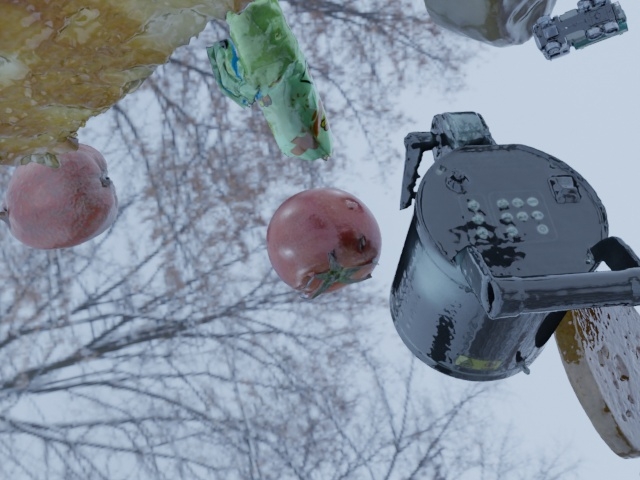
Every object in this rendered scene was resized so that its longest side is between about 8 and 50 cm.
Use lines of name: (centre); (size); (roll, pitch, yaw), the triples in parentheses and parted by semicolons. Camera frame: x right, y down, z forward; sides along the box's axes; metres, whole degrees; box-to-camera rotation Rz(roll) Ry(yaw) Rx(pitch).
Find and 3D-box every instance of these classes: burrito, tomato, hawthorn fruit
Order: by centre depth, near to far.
burrito: (-0.065, -0.186, 0.949); (0.288, 0.104, 0.054); (65, 8, -48)
tomato: (0.000, 0.000, 1.232); (0.167, 0.167, 0.167); (25, -60, 55)
hawthorn fruit: (-0.545, -0.082, 1.673); (0.210, 0.262, 0.210); (164, -90, -85)

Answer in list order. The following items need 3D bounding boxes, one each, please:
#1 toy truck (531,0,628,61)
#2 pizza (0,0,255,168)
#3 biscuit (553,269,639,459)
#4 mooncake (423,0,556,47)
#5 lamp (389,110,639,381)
toy truck: (0.245, -0.198, 0.782); (0.083, 0.044, 0.039); (-18, -109, 19)
pizza: (-0.190, -0.166, 0.446); (0.406, 0.440, 0.130); (127, -47, -60)
biscuit: (0.403, 0.162, 1.161); (0.049, 0.257, 0.272); (-25, -105, 38)
mooncake: (0.284, -0.446, 1.280); (0.156, 0.284, 0.284); (27, -57, 31)
lamp: (0.194, 0.041, 0.946); (0.374, 0.205, 0.272); (-106, -166, -53)
